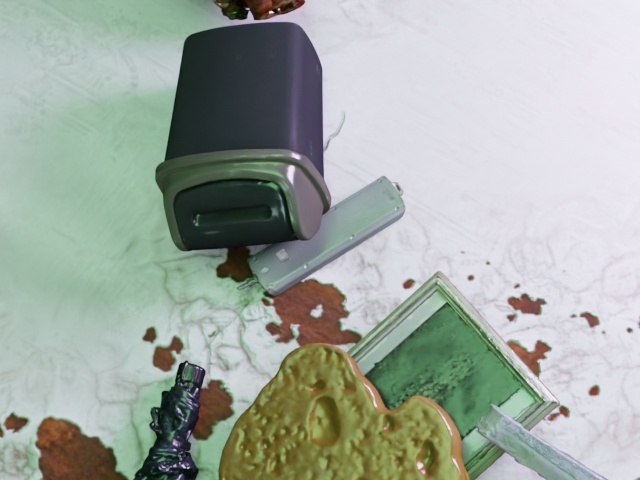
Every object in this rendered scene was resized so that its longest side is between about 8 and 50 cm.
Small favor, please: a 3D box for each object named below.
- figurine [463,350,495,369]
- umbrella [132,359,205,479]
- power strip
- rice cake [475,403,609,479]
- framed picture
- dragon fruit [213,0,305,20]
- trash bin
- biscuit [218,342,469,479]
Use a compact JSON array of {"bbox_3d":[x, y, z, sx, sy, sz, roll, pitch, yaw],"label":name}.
[{"bbox_3d":[0.207,0.172,1.832,0.083,0.047,0.050,19,88,15],"label":"figurine"},{"bbox_3d":[-0.184,0.257,1.831,0.080,0.071,0.224,22,66,-15],"label":"umbrella"},{"bbox_3d":[0.000,0.000,1.927,0.253,0.027,0.060,-32,70,-6],"label":"power strip"},{"bbox_3d":[0.279,0.267,1.752,0.211,0.034,0.043,33,90,-5],"label":"rice cake"},{"bbox_3d":[0.110,0.212,1.810,0.293,0.018,0.231,-43,70,2],"label":"framed picture"},{"bbox_3d":[-0.128,-0.451,2.012,0.250,0.250,0.315,-4,76,5],"label":"dragon fruit"},{"bbox_3d":[-0.094,-0.127,1.905,0.209,0.182,0.290,-6,63,16],"label":"trash bin"},{"bbox_3d":[0.021,0.306,1.770,0.312,0.057,0.351,10,80,16],"label":"biscuit"}]
